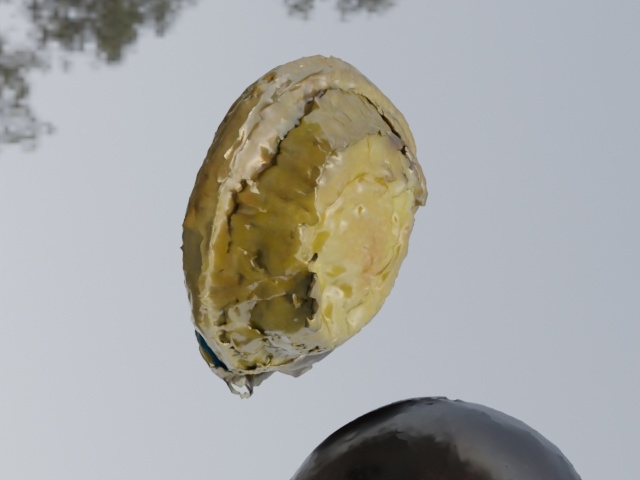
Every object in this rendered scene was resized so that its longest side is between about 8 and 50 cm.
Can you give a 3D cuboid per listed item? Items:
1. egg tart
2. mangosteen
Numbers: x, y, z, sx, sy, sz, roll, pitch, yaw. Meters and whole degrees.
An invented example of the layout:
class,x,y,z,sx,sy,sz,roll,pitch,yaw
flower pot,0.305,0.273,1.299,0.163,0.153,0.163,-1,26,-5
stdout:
class,x,y,z,sx,sy,sz,roll,pitch,yaw
egg tart,0.000,0.000,1.330,0.107,0.291,0.290,20,-72,34
mangosteen,0.071,0.216,1.040,0.250,0.211,0.211,-82,-163,-59
